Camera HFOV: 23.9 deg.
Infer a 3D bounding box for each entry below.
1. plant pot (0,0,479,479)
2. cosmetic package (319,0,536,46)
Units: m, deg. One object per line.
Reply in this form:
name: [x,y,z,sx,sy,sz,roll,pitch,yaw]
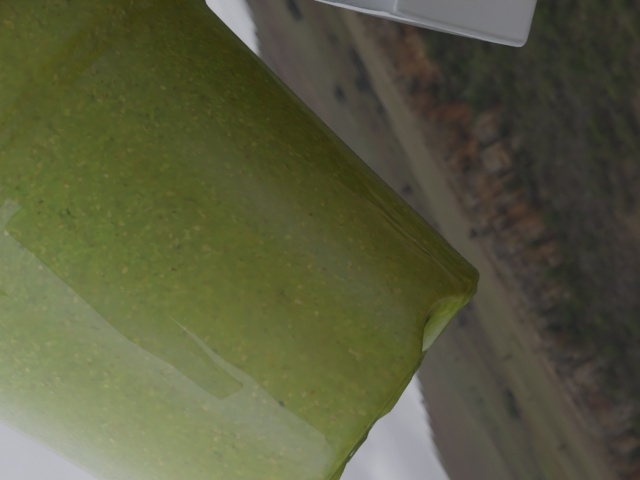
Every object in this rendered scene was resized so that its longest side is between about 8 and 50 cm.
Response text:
plant pot: [-0.073,0.015,0.739,0.254,0.276,0.276,37,-178,6]
cosmetic package: [0.071,-0.224,0.772,0.086,0.231,0.117,9,-171,-25]
